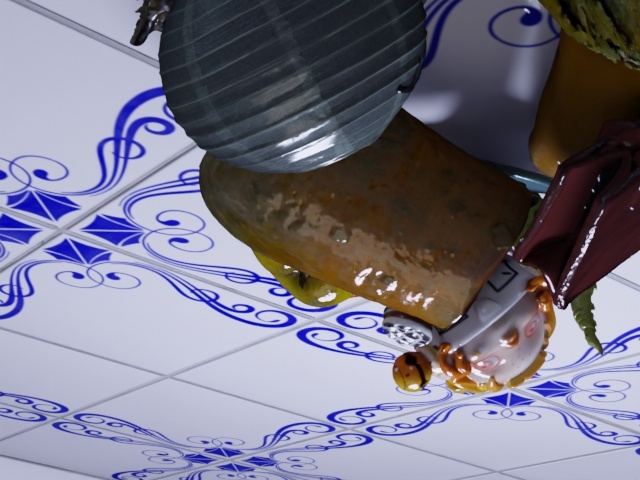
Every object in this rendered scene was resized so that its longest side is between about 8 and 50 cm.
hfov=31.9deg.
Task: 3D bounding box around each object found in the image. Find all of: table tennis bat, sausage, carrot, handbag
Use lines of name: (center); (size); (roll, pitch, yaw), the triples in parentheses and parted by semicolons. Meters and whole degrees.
table tennis bat: (0.179, -0.090, 1.372); (0.244, 0.040, 0.153); (14, 180, -2)
sausage: (0.299, -0.146, 1.187); (0.134, 0.116, 0.354); (-21, 159, -4)
carrot: (0.044, -0.049, 1.245); (0.341, 0.224, 0.224); (30, 152, -3)
handbag: (0.333, -0.061, 1.137); (0.260, 0.084, 0.275); (-32, 160, -11)

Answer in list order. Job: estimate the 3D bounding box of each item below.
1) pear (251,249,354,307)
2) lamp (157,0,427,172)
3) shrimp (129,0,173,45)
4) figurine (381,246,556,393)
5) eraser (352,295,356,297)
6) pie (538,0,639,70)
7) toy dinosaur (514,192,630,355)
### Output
pear: (-0.003, 0.000, 1.479); (0.267, 0.178, 0.267); (6, 159, 2)
lamp: (-0.027, -0.184, 1.028); (0.265, 0.233, 0.233); (-11, 151, 43)
shrimp: (-0.189, -0.281, 1.050); (0.173, 0.058, 0.253); (18, 150, -10)
figurine: (0.223, 0.097, 1.619); (0.320, 0.196, 0.323); (-37, 137, -5)
eraser: (0.054, 0.041, 1.714); (0.230, 0.038, 0.157); (-9, 152, 25)
pie: (0.203, -0.252, 0.826); (0.078, 0.296, 0.371); (-37, 147, 0)
toy dinosaur: (0.324, 0.019, 1.411); (0.153, 0.259, 0.094); (-28, 152, 4)
